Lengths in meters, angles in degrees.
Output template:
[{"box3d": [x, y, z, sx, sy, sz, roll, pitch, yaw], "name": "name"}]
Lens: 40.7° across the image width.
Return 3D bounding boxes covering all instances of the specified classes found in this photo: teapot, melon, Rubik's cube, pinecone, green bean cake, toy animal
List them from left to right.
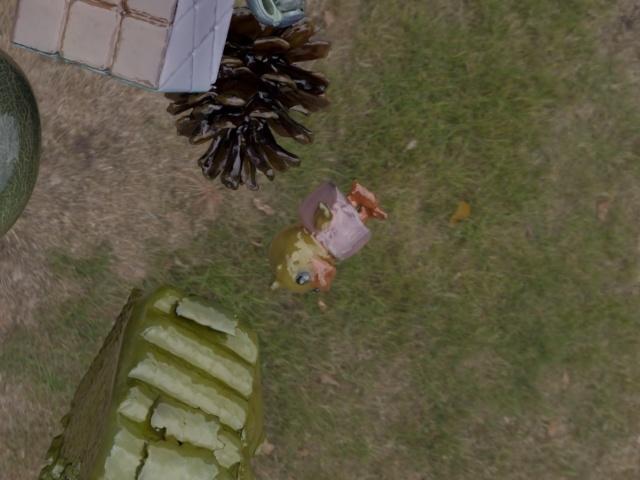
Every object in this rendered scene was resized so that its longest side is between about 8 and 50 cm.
[{"box3d": [-0.507, -0.129, 1.194, 0.237, 0.237, 0.302, 2, 107, -22], "name": "melon"}, {"box3d": [-0.253, -0.340, 1.187, 0.224, 0.231, 0.222, 19, 103, 8], "name": "Rubik's cube"}, {"box3d": [-0.182, 0.241, 0.953, 0.202, 0.310, 0.285, 27, 39, -18], "name": "green bean cake"}, {"box3d": [-0.145, -0.280, 1.766, 0.384, 0.384, 0.385, -1, 93, -21], "name": "pinecone"}, {"box3d": [-0.074, -0.444, 1.564, 0.111, 0.149, 0.108, -19, 92, 7], "name": "teapot"}, {"box3d": [-0.004, 0.000, 1.783, 0.281, 0.169, 0.195, -52, 147, -7], "name": "toy animal"}]
